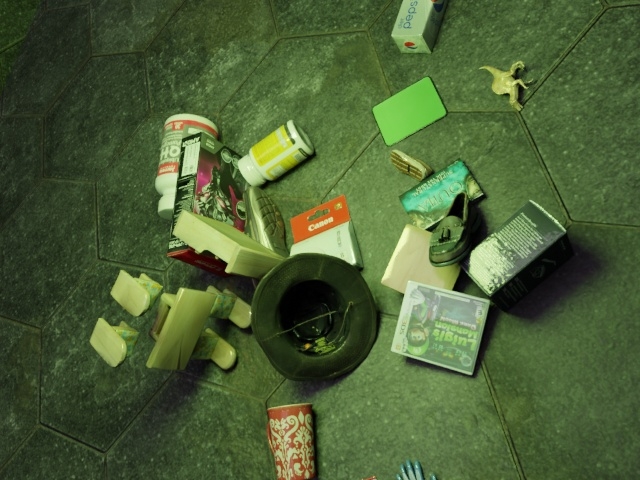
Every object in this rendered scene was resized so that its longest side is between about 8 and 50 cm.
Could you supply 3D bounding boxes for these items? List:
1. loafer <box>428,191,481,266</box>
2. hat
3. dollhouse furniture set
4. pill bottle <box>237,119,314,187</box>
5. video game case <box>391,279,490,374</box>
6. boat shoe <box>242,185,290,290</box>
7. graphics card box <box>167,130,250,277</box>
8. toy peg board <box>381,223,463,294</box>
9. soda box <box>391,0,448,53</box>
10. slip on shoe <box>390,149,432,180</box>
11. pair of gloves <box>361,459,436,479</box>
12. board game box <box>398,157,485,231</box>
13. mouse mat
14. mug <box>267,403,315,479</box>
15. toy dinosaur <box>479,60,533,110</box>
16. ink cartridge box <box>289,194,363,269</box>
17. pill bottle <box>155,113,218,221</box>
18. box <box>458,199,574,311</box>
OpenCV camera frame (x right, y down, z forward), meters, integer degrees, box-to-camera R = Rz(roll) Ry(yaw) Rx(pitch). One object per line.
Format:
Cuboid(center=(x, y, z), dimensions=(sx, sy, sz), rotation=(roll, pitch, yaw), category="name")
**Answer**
Cuboid(center=(0.294, -0.030, 1.292), dimensions=(0.096, 0.267, 0.084), rotation=(-11, 109, 31), category="loafer")
Cuboid(center=(-0.021, 0.176, 1.426), dimensions=(0.331, 0.331, 0.134), rotation=(-52, 16, 3), category="hat")
Cuboid(center=(-0.293, 0.162, 1.436), dimensions=(0.257, 0.362, 0.394), rotation=(28, 96, 39), category="dollhouse furniture set")
Cuboid(center=(-0.134, -0.252, 1.696), dimensions=(0.209, 0.119, 0.119), rotation=(-32, 59, 15), category="pill bottle")
Cuboid(center=(0.272, 0.196, 1.308), dimensions=(0.191, 0.022, 0.173), rotation=(14, 90, 19), category="video game case")
Cuboid(center=(-0.175, 0.006, 1.614), dimensions=(0.130, 0.132, 0.355), rotation=(-28, 59, 20), category="boat shoe")
Cuboid(center=(-0.314, -0.102, 1.672), dimensions=(0.094, 0.233, 0.370), rotation=(-13, 65, 32), category="graphics card box")
Cuboid(center=(0.256, 0.068, 1.390), dimensions=(0.161, 0.079, 0.161), rotation=(23, 85, 18), category="toy peg board")
Cuboid(center=(0.300, -0.680, 1.631), dimensions=(0.098, 0.091, 0.286), rotation=(13, 78, 32), category="soda box")
Cuboid(center=(0.239, -0.203, 1.515), dimensions=(0.041, 0.051, 0.135), rotation=(-24, 41, -27), category="slip on shoe")
Cuboid(center=(0.175, 0.580, 1.258), dimensions=(0.198, 0.023, 0.159), rotation=(-30, 60, 17), category="pair of gloves")
Cuboid(center=(0.303, -0.110, 1.449), dimensions=(0.186, 0.026, 0.126), rotation=(-33, 58, 15), category="board game box")
Cuboid(center=(0.243, -0.359, 1.591), dimensions=(0.190, 0.007, 0.152), rotation=(-27, 60, 19), category="mouse mat")
Cuboid(center=(-0.067, 0.493, 1.398), dimensions=(0.113, 0.150, 0.169), rotation=(-4, 70, -11), category="mug")
Cuboid(center=(0.474, -0.414, 1.454), dimensions=(0.093, 0.053, 0.183), rotation=(-34, 58, 16), category="toy dinosaur")
Cuboid(center=(0.000, 0.000, 1.563), dimensions=(0.189, 0.066, 0.232), rotation=(-23, 66, 21), category="ink cartridge box")
Cuboid(center=(-0.426, -0.223, 1.816), dimensions=(0.176, 0.176, 0.318), rotation=(-8, 68, 27), category="pill bottle")
Cuboid(center=(0.428, 0.038, 1.245), dimensions=(0.207, 0.153, 0.108), rotation=(-42, 56, 8), category="box")
